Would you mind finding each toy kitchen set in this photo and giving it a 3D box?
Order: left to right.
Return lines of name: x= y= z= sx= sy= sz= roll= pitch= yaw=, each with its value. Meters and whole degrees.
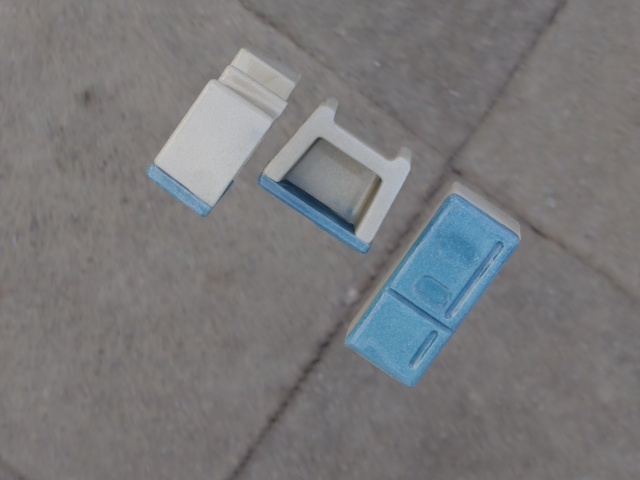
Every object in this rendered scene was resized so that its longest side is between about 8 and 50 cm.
toy kitchen set: x=0.000 y=0.000 z=0.970 sx=0.207 sy=0.166 sz=0.122 roll=34 pitch=105 yaw=-3
